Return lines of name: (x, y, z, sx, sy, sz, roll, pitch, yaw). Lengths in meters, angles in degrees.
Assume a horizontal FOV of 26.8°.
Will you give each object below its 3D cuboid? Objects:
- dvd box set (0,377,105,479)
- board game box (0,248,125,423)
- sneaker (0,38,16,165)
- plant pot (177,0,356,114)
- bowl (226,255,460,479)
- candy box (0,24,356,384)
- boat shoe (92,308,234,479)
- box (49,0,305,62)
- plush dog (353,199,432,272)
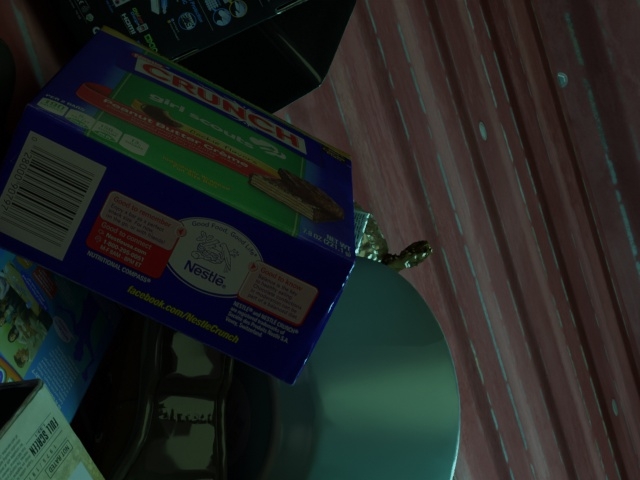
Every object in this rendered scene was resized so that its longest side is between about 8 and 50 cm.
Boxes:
dvd box set: (-0.200, 0.358, 0.981, 0.420, 0.062, 0.308, 63, 37, -26)
board game box: (-0.249, 0.075, 1.096, 0.160, 0.047, 0.210, 62, 28, -28)
sneaker: (-0.279, -0.077, 1.047, 0.101, 0.106, 0.267, 56, 30, -34)
plant pot: (-0.097, -0.234, 1.434, 0.167, 0.188, 0.187, 50, 34, -24)
bowl: (-0.037, 0.162, 1.251, 0.163, 0.311, 0.312, 7, 70, -43)
candy box: (-0.109, -0.043, 1.113, 0.268, 0.122, 0.317, 26, 16, -8)
boat shoe: (-0.144, 0.176, 1.175, 0.110, 0.104, 0.307, 19, 81, -29)
box: (-0.140, -0.326, 1.244, 0.296, 0.293, 0.073, 63, 3, -24)
plush dog: (0.000, 0.000, 1.527, 0.262, 0.210, 0.225, 59, 3, -35)
